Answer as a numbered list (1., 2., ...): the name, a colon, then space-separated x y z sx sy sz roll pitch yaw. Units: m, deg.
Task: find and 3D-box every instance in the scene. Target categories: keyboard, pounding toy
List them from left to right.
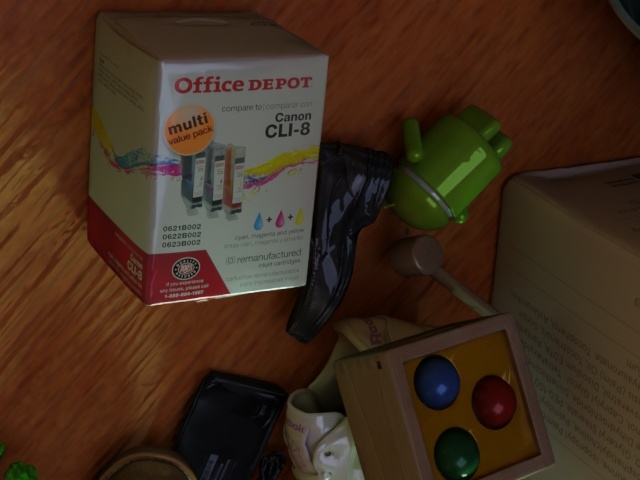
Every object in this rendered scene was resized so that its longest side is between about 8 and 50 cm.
1. keyboard: -0.085 0.199 1.141 0.108 0.023 0.180 17 104 -28
2. pounding toy: 0.112 0.091 1.073 0.181 0.094 0.206 -14 88 -31

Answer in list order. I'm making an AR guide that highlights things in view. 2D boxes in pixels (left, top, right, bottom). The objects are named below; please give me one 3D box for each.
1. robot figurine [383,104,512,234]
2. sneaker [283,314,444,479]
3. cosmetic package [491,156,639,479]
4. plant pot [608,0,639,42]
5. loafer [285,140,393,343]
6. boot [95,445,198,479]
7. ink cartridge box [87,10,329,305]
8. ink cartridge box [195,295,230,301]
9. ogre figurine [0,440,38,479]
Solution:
1. robot figurine: 0.100 -0.056 1.096 0.115 0.067 0.101 -46 135 -3
2. sneaker: 0.011 0.202 1.149 0.152 0.114 0.305 18 93 -34
3. cosmetic package: 0.361 0.156 1.186 0.329 0.327 0.393 -9 116 -26
4. plant pot: 0.395 -0.187 1.097 0.271 0.272 0.255 -48 141 -2
5. loafer: 0.000 0.000 1.079 0.061 0.062 0.170 18 100 -12
6. boot: -0.162 0.315 1.083 0.112 0.115 0.305 15 104 -10
7. ink cartridge box: -0.083 -0.064 0.950 0.128 0.127 0.176 -6 115 -27
8. ink cartridge box: -0.088 0.021 1.027 0.115 0.063 0.029 -10 115 -25
9. ogre figurine: -0.243 0.246 1.013 0.118 0.097 0.197 -28 117 16
